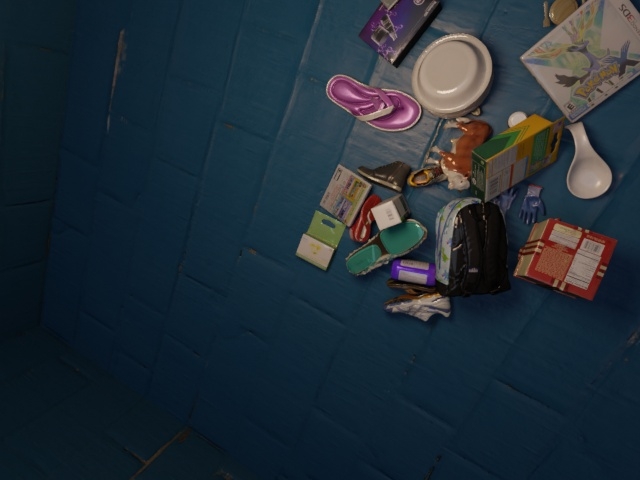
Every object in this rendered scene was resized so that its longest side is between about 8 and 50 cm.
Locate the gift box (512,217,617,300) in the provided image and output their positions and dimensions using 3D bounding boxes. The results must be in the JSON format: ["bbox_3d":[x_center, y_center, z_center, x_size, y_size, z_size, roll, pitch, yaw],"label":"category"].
[{"bbox_3d":[0.879,0.056,1.459,0.255,0.258,0.276,27,92,16],"label":"gift box"}]

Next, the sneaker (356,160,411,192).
[{"bbox_3d":[0.269,-0.294,1.721,0.222,0.083,0.118,27,91,23],"label":"sneaker"}]

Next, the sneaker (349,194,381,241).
[{"bbox_3d":[0.183,-0.098,1.791,0.087,0.128,0.221,30,78,-19],"label":"sneaker"}]

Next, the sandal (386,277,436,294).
[{"bbox_3d":[0.399,0.207,1.779,0.220,0.090,0.060,0,113,21],"label":"sandal"}]

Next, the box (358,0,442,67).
[{"bbox_3d":[0.302,-0.832,1.548,0.184,0.103,0.261,42,114,5],"label":"box"}]

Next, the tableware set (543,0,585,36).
[{"bbox_3d":[0.831,-0.728,1.393,0.129,0.039,0.193,-7,106,12],"label":"tableware set"}]

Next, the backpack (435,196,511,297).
[{"bbox_3d":[0.572,0.009,1.559,0.291,0.273,0.354,-7,113,-4],"label":"backpack"}]

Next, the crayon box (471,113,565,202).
[{"bbox_3d":[0.685,-0.297,1.426,0.323,0.203,0.083,-29,48,-6],"label":"crayon box"}]

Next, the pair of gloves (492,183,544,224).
[{"bbox_3d":[0.767,-0.148,1.574,0.199,0.023,0.159,12,109,20],"label":"pair of gloves"}]

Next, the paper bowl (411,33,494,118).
[{"bbox_3d":[0.476,-0.605,1.482,0.285,0.148,0.283,1,93,28],"label":"paper bowl"}]

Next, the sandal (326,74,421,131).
[{"bbox_3d":[0.201,-0.556,1.655,0.417,0.102,0.169,23,111,15],"label":"sandal"}]

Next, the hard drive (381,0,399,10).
[{"bbox_3d":[0.272,-0.921,1.470,0.135,0.022,0.094,-39,85,26],"label":"hard drive"}]

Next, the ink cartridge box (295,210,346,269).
[{"bbox_3d":[0.000,0.000,1.907,0.171,0.056,0.234,27,114,14],"label":"ink cartridge box"}]

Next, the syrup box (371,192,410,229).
[{"bbox_3d":[0.292,-0.122,1.654,0.097,0.237,0.093,-22,95,26],"label":"syrup box"}]

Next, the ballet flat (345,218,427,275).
[{"bbox_3d":[0.285,0.023,1.749,0.409,0.147,0.146,-30,91,32],"label":"ballet flat"}]

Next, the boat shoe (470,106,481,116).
[{"bbox_3d":[0.560,-0.527,1.550,0.137,0.043,0.049,48,117,6],"label":"boat shoe"}]

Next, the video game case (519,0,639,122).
[{"bbox_3d":[0.908,-0.621,1.361,0.329,0.036,0.300,-39,95,24],"label":"video game case"}]

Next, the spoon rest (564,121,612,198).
[{"bbox_3d":[0.935,-0.282,1.438,0.138,0.084,0.275,-17,96,25],"label":"spoon rest"}]

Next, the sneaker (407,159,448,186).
[{"bbox_3d":[0.459,-0.265,1.628,0.226,0.093,0.087,-22,94,20],"label":"sneaker"}]

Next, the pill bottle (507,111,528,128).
[{"bbox_3d":[0.715,-0.431,1.468,0.067,0.120,0.066,5,104,21],"label":"pill bottle"}]

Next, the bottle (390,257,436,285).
[{"bbox_3d":[0.447,0.140,1.723,0.283,0.118,0.092,9,105,14],"label":"bottle"}]

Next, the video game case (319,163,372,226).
[{"bbox_3d":[0.108,-0.200,1.798,0.193,0.023,0.212,39,115,29],"label":"video game case"}]

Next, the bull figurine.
[{"bbox_3d":[0.522,-0.330,1.537,0.189,0.101,0.310,28,79,14],"label":"bull figurine"}]

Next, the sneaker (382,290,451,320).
[{"bbox_3d":[0.422,0.303,1.780,0.297,0.112,0.130,-14,98,25],"label":"sneaker"}]
